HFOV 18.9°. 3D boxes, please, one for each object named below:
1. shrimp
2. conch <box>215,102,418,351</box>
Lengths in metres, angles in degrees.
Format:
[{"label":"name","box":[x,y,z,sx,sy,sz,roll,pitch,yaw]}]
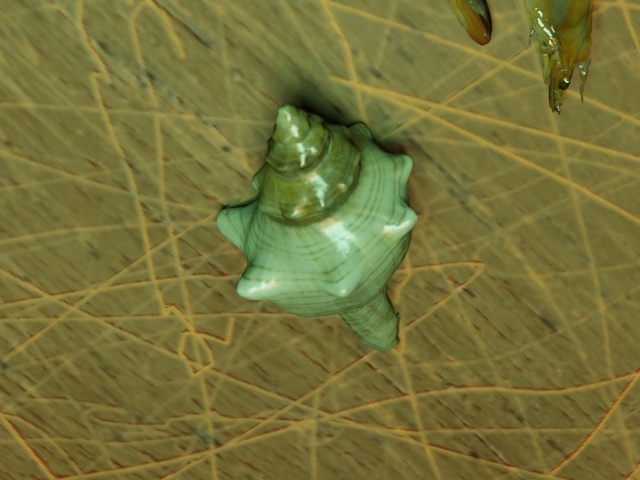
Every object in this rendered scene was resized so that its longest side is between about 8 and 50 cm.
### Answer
[{"label":"shrimp","box":[0.122,-0.145,1.203,0.095,0.045,0.162,-7,127,4]},{"label":"conch","box":[-0.008,0.002,1.267,0.137,0.114,0.234,14,130,5]}]
